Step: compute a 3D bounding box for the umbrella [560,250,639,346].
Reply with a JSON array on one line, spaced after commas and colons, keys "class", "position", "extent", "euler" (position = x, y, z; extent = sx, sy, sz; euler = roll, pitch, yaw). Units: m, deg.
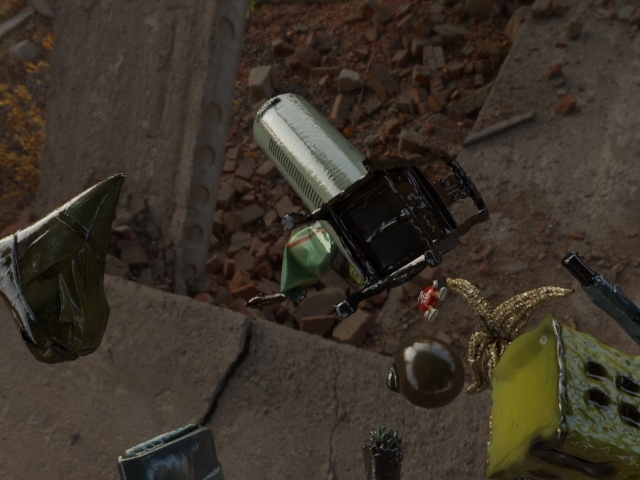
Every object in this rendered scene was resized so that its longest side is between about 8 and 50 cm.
[{"class": "umbrella", "position": [0.557, 0.120, 0.840], "extent": [0.250, 0.052, 0.053], "euler": [43, 43, -2]}]

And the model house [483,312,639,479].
[{"class": "model house", "position": [0.350, 0.228, 0.547], "extent": [0.235, 0.193, 0.174], "euler": [16, 47, 2]}]

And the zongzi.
[{"class": "zongzi", "position": [-0.395, 0.048, 0.748], "extent": [0.274, 0.125, 0.250], "euler": [-34, 78, -5]}]

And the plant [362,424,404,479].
[{"class": "plant", "position": [0.216, 0.751, 1.536], "extent": [0.129, 0.132, 0.194], "euler": [13, 63, -13]}]

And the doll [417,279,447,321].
[{"class": "doll", "position": [0.483, 0.258, 1.937], "extent": [0.085, 0.217, 0.183], "euler": [20, 94, -1]}]

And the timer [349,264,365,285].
[{"class": "timer", "position": [0.167, 0.105, 1.752], "extent": [0.047, 0.127, 0.140], "euler": [5, 20, -27]}]

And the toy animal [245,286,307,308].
[{"class": "toy animal", "position": [-0.178, 0.233, 1.757], "extent": [0.244, 0.260, 0.087], "euler": [-23, 92, -13]}]

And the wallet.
[{"class": "wallet", "position": [-0.367, 0.684, 1.155], "extent": [0.252, 0.359, 0.083], "euler": [-13, 4, -34]}]

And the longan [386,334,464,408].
[{"class": "longan", "position": [0.262, 0.338, 1.131], "extent": [0.205, 0.159, 0.184], "euler": [-29, 70, 21]}]

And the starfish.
[{"class": "starfish", "position": [0.367, 0.220, 0.848], "extent": [0.084, 0.293, 0.302], "euler": [-7, 1, -29]}]

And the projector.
[{"class": "projector", "position": [0.017, -0.083, 0.600], "extent": [0.108, 0.108, 0.337], "euler": [-29, 51, -9]}]

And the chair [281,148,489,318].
[{"class": "chair", "position": [0.085, -0.022, 0.452], "extent": [0.113, 0.229, 0.106], "euler": [-35, 82, 30]}]

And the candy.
[{"class": "candy", "position": [0.006, 0.003, 1.367], "extent": [0.172, 0.398, 0.262], "euler": [30, 50, -16]}]
